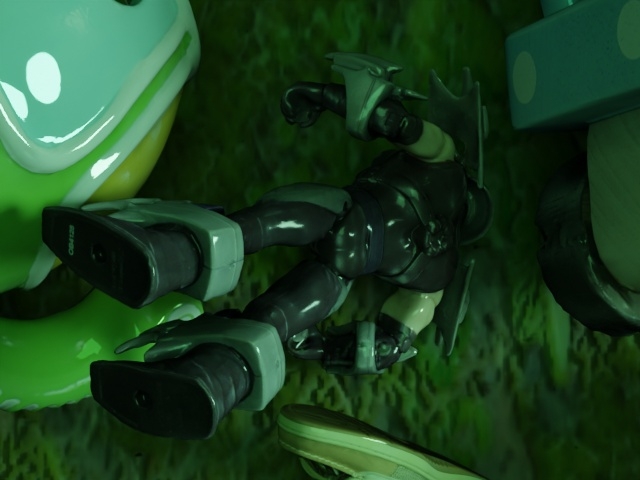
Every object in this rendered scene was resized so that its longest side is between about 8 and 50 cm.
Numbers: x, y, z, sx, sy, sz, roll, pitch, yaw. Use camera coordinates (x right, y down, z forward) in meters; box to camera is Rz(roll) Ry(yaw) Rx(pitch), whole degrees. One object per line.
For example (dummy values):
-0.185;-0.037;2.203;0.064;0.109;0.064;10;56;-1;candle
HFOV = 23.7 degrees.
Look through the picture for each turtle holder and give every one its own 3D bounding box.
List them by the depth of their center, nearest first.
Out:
-0.174;-0.073;0.784;0.227;0.243;0.320;-27;73;-21;turtle holder

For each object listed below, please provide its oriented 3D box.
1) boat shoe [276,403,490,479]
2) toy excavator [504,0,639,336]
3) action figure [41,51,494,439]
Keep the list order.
0.031;0.128;0.816;0.056;0.153;0.048;22;87;46;boat shoe
0.179;-0.178;0.747;0.433;0.222;0.445;-3;85;-19;toy excavator
0.000;0.000;0.792;0.099;0.285;0.185;8;109;41;action figure
